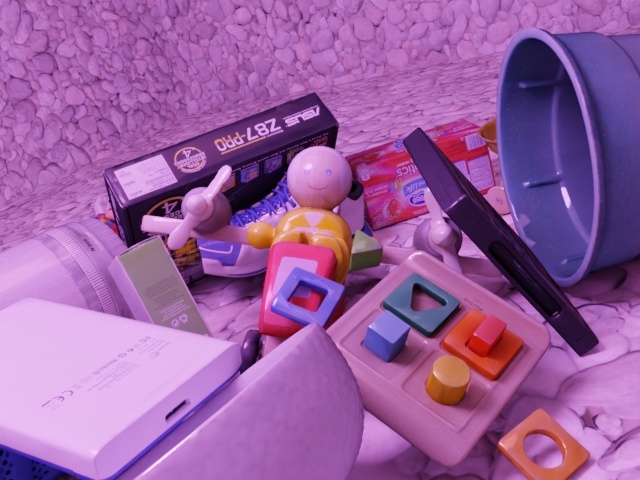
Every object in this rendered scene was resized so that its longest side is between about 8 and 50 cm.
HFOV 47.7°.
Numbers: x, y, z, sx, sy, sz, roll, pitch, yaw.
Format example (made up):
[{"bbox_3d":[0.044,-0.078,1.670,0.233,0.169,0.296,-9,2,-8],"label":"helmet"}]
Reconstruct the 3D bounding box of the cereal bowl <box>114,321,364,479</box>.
[{"bbox_3d":[-0.092,0.225,0.602,0.339,0.141,0.339,-39,-2,-1],"label":"cereal bowl"}]

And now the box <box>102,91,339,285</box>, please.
[{"bbox_3d":[-0.169,-0.071,1.302,0.395,0.318,0.097,-25,65,-21],"label":"box"}]

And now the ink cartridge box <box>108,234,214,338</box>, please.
[{"bbox_3d":[-0.196,0.105,0.944,0.062,0.209,0.109,-29,2,-24],"label":"ink cartridge box"}]

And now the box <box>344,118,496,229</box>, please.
[{"bbox_3d":[0.191,-0.131,1.401,0.257,0.128,0.122,-19,20,-3],"label":"box"}]

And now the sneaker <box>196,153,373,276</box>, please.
[{"bbox_3d":[-0.059,-0.056,1.228,0.315,0.182,0.127,-8,30,-16],"label":"sneaker"}]

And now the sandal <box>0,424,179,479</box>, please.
[{"bbox_3d":[-0.278,0.213,0.846,0.138,0.126,0.317,20,26,27],"label":"sandal"}]

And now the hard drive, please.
[{"bbox_3d":[-0.273,0.140,0.763,0.319,0.040,0.210,7,24,29],"label":"hard drive"}]

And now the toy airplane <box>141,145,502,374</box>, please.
[{"bbox_3d":[0.000,0.000,1.001,0.386,0.272,0.384,-10,24,-35],"label":"toy airplane"}]

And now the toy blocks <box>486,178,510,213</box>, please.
[{"bbox_3d":[0.382,-0.099,1.273,0.123,0.054,0.148,6,30,46],"label":"toy blocks"}]

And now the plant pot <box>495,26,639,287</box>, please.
[{"bbox_3d":[0.449,-0.132,0.963,0.334,0.341,0.341,-9,20,-3],"label":"plant pot"}]

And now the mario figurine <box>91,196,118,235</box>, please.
[{"bbox_3d":[-0.511,-0.044,1.670,0.198,0.170,0.320,38,59,24],"label":"mario figurine"}]

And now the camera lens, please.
[{"bbox_3d":[-0.443,0.109,1.156,0.274,0.219,0.219,-32,25,-35],"label":"camera lens"}]

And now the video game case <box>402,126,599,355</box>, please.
[{"bbox_3d":[0.213,-0.011,0.900,0.035,0.248,0.275,-41,20,13],"label":"video game case"}]

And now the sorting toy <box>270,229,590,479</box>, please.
[{"bbox_3d":[0.115,0.101,0.723,0.348,0.047,0.196,33,53,23],"label":"sorting toy"}]

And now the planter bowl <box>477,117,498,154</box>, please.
[{"bbox_3d":[0.383,-0.163,1.227,0.217,0.090,0.217,-15,21,6],"label":"planter bowl"}]

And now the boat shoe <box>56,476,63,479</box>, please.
[{"bbox_3d":[-0.340,0.291,0.860,0.049,0.042,0.133,-11,22,10],"label":"boat shoe"}]
